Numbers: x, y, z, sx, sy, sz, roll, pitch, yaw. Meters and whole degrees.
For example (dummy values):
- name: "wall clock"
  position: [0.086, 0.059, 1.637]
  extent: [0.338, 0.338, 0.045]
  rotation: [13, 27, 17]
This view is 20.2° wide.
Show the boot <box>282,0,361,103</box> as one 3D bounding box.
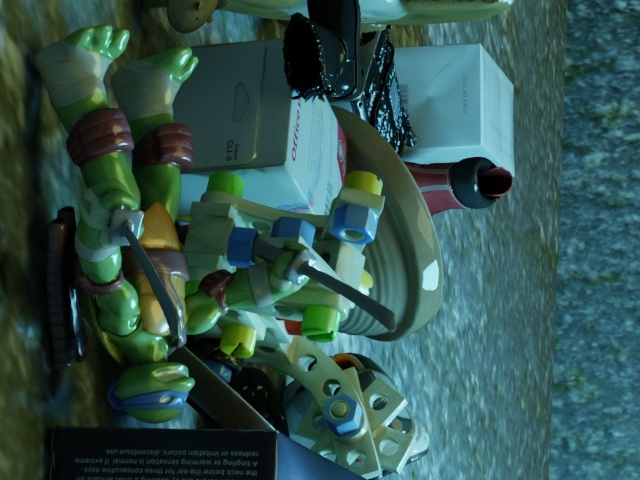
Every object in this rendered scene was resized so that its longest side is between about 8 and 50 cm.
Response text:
- name: "boot"
  position: [-0.002, -0.169, 1.460]
  extent: [0.099, 0.045, 0.121]
  rotation: [-2, 84, -68]

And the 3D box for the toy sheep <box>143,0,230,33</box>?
- name: "toy sheep"
  position: [-0.107, -0.232, 1.461]
  extent: [0.091, 0.091, 0.132]
  rotation: [31, 59, -72]

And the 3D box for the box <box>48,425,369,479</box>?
- name: "box"
  position: [-0.076, 0.306, 1.341]
  extent: [0.296, 0.183, 0.294]
  rotation: [42, 50, -69]

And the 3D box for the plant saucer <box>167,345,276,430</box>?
- name: "plant saucer"
  position: [-0.094, 0.116, 1.402]
  extent: [0.029, 0.168, 0.168]
  rotation: [-49, 153, -9]

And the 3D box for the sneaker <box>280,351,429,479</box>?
- name: "sneaker"
  position: [0.024, 0.150, 1.713]
  extent: [0.108, 0.100, 0.271]
  rotation: [69, -16, -9]

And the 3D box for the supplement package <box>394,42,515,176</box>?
- name: "supplement package"
  position: [0.172, -0.164, 2.374]
  extent: [0.244, 0.134, 0.139]
  rotation: [28, 61, -72]

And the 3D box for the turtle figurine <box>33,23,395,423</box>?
- name: "turtle figurine"
  position: [-0.087, -0.023, 1.243]
  extent: [0.275, 0.198, 0.266]
  rotation: [-41, -120, 59]

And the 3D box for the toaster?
- name: "toaster"
  position: [0.026, -0.124, 1.888]
  extent: [0.168, 0.110, 0.185]
  rotation: [-73, 155, -48]

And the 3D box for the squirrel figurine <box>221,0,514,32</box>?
- name: "squirrel figurine"
  position: [0.033, -0.390, 1.687]
  extent: [0.397, 0.281, 0.370]
  rotation: [-150, -118, -89]

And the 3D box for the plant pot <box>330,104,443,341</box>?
- name: "plant pot"
  position: [0.000, 0.000, 1.694]
  extent: [0.110, 0.237, 0.237]
  rotation: [-26, 122, -27]

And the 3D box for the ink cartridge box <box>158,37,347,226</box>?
- name: "ink cartridge box"
  position: [-0.060, -0.072, 1.535]
  extent: [0.176, 0.127, 0.128]
  rotation: [62, 29, -58]

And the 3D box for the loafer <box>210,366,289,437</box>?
- name: "loafer"
  position: [-0.068, 0.226, 1.602]
  extent: [0.078, 0.076, 0.223]
  rotation: [143, -54, -64]

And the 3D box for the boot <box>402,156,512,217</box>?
- name: "boot"
  position: [0.161, -0.058, 2.248]
  extent: [0.244, 0.176, 0.088]
  rotation: [20, 68, -75]

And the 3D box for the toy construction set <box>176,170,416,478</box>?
- name: "toy construction set"
  position: [-0.024, 0.064, 1.484]
  extent: [0.327, 0.215, 0.151]
  rotation: [73, 25, -45]
